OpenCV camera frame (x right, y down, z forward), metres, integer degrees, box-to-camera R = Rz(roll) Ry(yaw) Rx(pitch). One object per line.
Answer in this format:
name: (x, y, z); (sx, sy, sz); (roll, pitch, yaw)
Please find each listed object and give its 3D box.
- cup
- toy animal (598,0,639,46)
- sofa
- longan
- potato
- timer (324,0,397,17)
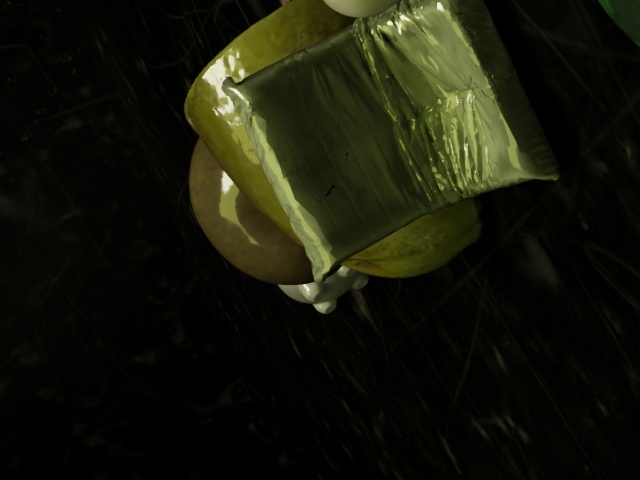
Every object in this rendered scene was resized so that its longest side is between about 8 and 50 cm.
cup: (0.004, 0.004, 1.919); (0.142, 0.173, 0.134); (52, -164, 26)
toy animal: (0.158, -0.219, 0.656); (0.338, 0.191, 0.216); (60, 162, 11)
sofa: (0.059, -0.098, 1.224); (0.210, 0.225, 0.176); (66, 170, -9)
longan: (-0.054, -0.059, 1.741); (0.248, 0.248, 0.248); (56, 166, 21)
potato: (0.014, -0.068, 1.483); (0.280, 0.213, 0.330); (58, 168, 14)
timer: (0.013, -0.289, 0.961); (0.234, 0.240, 0.233); (26, -165, -8)
